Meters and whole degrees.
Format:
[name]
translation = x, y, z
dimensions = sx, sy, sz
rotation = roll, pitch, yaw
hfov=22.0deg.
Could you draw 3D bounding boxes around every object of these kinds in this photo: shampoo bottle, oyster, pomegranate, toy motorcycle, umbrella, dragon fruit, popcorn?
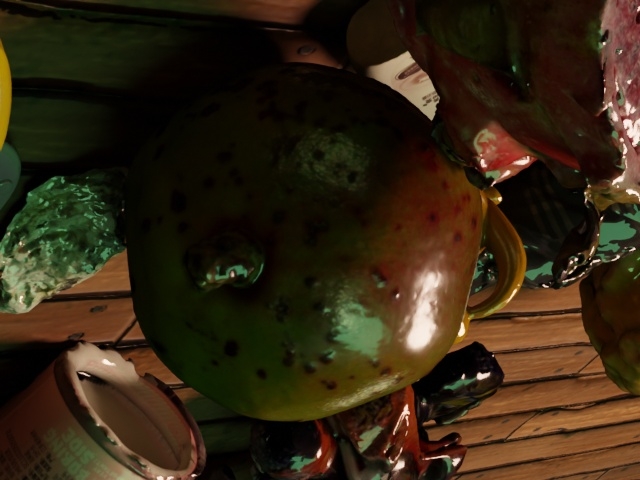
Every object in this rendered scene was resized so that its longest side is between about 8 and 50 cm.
[shampoo bottle]
translation = 0.068, -0.098, 0.957
dimensions = 0.077, 0.045, 0.152
rotation = -32, 156, 7
[oyster]
translation = -0.144, -0.001, 0.930
dimensions = 0.098, 0.037, 0.100
rotation = -23, 155, -14
[pomegranate]
translation = 0.003, 0.012, 0.908
dimensions = 0.198, 0.198, 0.246
rotation = -33, 139, 10
[toy motorcycle]
translation = -0.025, 0.219, 1.365
dimensions = 0.207, 0.134, 0.401
rotation = 1, 140, -47
[umbrella]
translation = 0.231, -0.042, 1.160
dimensions = 0.337, 0.128, 0.154
rotation = -31, 140, 19
[dragon fruit]
translation = 0.124, -0.126, 0.792
dimensions = 0.211, 0.147, 0.282
rotation = 30, 84, -51
[popcorn]
translation = 0.320, 0.038, 1.274
dimensions = 0.250, 0.190, 0.250
rotation = -29, -178, 1

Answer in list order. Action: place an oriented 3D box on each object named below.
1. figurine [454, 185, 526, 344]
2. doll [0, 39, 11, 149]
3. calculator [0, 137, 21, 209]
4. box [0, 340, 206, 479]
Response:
[figurine]
translation = 0.051, 0.020, 1.073
dimensions = 0.176, 0.122, 0.121
rotation = -29, 158, -1
[doll]
translation = -0.198, -0.054, 0.748
dimensions = 0.113, 0.071, 0.135
rotation = 6, 144, -39
[calculator]
translation = -0.228, -0.005, 0.853
dimensions = 0.166, 0.024, 0.103
rotation = -35, 155, 9
[box]
translation = -0.163, 0.151, 1.085
dimensions = 0.135, 0.151, 0.151
rotation = -46, 152, 13
